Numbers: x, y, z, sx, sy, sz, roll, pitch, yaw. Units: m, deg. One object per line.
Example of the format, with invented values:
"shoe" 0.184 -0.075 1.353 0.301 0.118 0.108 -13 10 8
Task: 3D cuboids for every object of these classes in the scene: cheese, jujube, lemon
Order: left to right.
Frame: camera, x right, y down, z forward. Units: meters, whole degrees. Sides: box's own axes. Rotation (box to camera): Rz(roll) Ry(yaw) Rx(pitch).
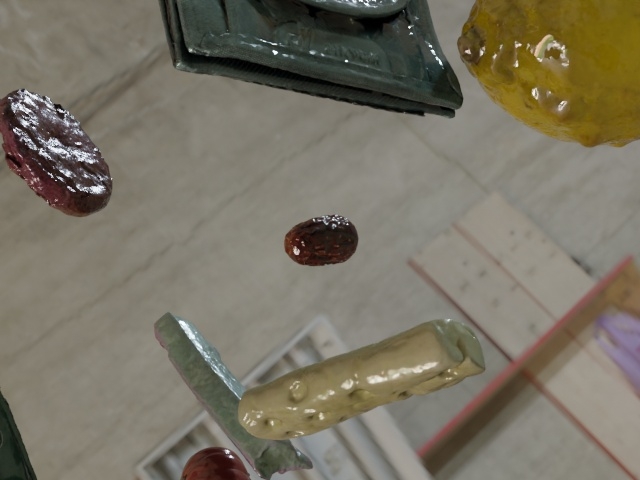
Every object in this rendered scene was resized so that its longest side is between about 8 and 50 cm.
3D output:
"jujube" 0.000 0.000 1.942 0.129 0.077 0.077 -4 -39 -42
"cheese" 0.025 0.100 0.897 0.194 0.043 0.065 -22 -20 33
"lemon" 0.320 -0.238 1.446 0.285 0.285 0.316 -51 -23 25

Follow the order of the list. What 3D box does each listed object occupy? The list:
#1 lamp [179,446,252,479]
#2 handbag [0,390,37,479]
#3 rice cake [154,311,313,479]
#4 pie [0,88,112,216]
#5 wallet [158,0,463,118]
"lamp" -0.115 0.279 1.400 0.092 0.108 0.107 1 -33 -17
"handbag" -0.355 0.250 1.140 0.269 0.100 0.274 86 -158 -45
"rice cake" -0.104 0.171 1.415 0.081 0.290 0.051 28 -81 -40
"pie" -0.267 -0.088 1.287 0.036 0.154 0.154 -37 -11 19
"wallet" -0.010 -0.256 1.369 0.342 0.237 0.075 7 -37 -31
